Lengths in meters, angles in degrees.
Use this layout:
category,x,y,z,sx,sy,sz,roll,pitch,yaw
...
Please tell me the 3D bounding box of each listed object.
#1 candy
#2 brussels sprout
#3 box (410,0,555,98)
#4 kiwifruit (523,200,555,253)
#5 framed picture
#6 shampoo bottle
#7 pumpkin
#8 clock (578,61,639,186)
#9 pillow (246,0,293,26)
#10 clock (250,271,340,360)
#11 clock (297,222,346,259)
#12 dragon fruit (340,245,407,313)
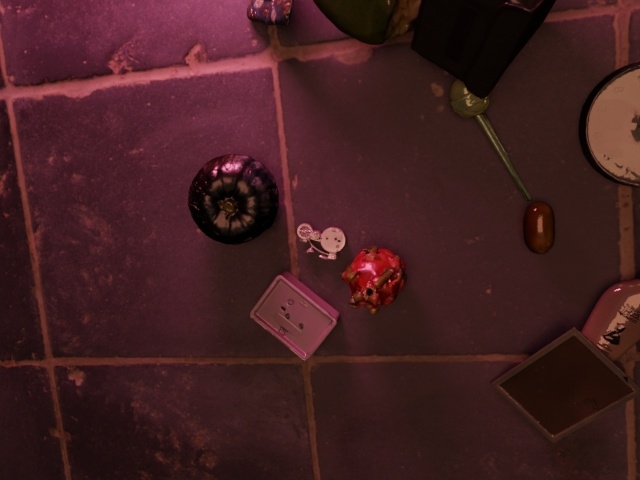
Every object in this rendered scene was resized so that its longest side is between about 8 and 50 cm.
category,x,y,z,sx,sy,sz,roll,pitch,yaw
candy,0.406,-0.233,1.368,0.336,0.093,0.092,56,149,-9
brussels sprout,0.135,-0.624,1.253,0.371,0.276,0.315,-44,91,15
box,0.347,-0.492,1.160,0.204,0.345,0.251,36,82,8
kiwifruit,0.507,-0.030,1.365,0.075,0.075,0.125,1,104,13
framed picture,0.577,0.347,1.400,0.216,0.016,0.273,44,125,3
shampoo bottle,0.690,0.183,1.354,0.127,0.078,0.257,32,106,11
pumpkin,-0.219,-0.102,1.479,0.233,0.163,0.233,1,107,5
clock,0.718,-0.253,1.290,0.280,0.055,0.281,2,100,13
pillow,-0.103,-0.594,1.353,0.034,0.255,0.189,5,109,-29
clock,-0.066,0.197,1.544,0.197,0.063,0.150,38,105,5
clock,0.000,0.000,1.508,0.129,0.041,0.087,16,99,6
dragon fruit,0.123,0.095,1.426,0.166,0.172,0.160,-15,96,16
